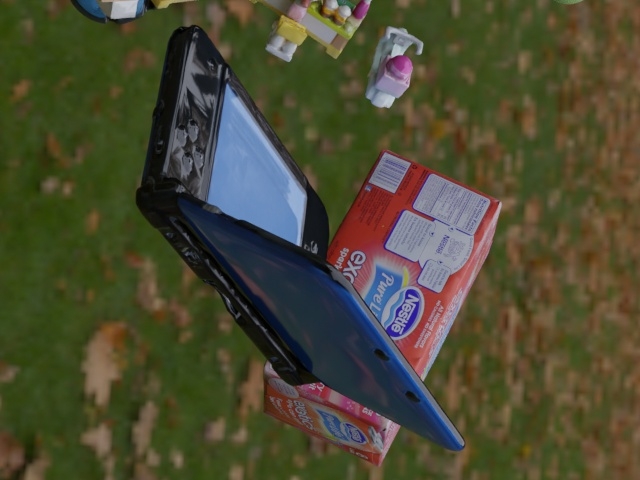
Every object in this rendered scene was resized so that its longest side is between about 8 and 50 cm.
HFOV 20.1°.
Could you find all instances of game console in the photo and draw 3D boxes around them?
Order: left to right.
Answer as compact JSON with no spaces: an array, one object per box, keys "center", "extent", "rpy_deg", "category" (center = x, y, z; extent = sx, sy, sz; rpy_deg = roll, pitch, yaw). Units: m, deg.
[{"center":[0.000,0.000,1.388],"extent":[0.293,0.173,0.250],"rpy_deg":[55,35,-51],"category":"game console"}]

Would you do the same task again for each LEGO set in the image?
[{"center":[-0.043,-0.216,1.436],"extent":[0.107,0.287,0.132],"rpy_deg":[-53,-152,41],"category":"LEGO set"}]

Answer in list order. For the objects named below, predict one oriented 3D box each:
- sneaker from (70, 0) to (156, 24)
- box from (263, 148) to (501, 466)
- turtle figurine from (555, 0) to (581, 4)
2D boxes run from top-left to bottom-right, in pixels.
[{"center":[-0.100,-0.332,1.703],"extent":[0.125,0.341,0.139],"rpy_deg":[68,-7,-31],"category":"sneaker"},{"center":[0.057,0.063,1.683],"extent":[0.256,0.128,0.122],"rpy_deg":[-62,169,-22],"category":"box"},{"center":[0.159,-0.342,1.495],"extent":[0.198,0.275,0.266],"rpy_deg":[81,17,-78],"category":"turtle figurine"}]
